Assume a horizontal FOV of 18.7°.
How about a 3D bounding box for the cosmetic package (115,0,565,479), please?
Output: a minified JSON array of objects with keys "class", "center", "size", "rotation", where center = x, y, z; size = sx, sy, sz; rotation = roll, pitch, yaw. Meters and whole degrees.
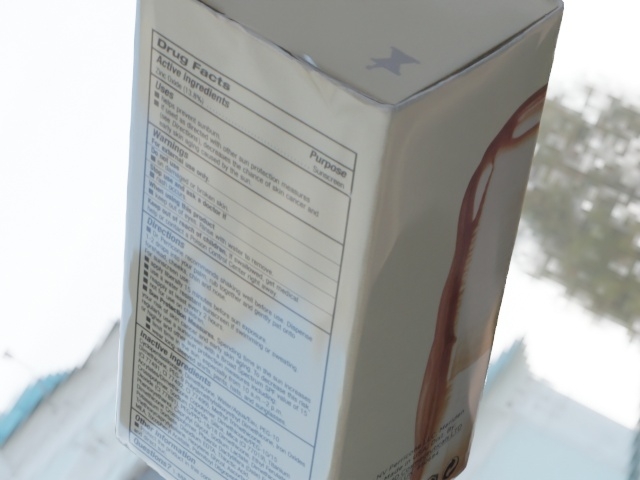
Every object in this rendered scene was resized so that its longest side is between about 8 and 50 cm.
[{"class":"cosmetic package","center":[0.000,0.000,0.928],"size":[0.129,0.153,0.296],"rotation":[-33,-35,-38]}]
